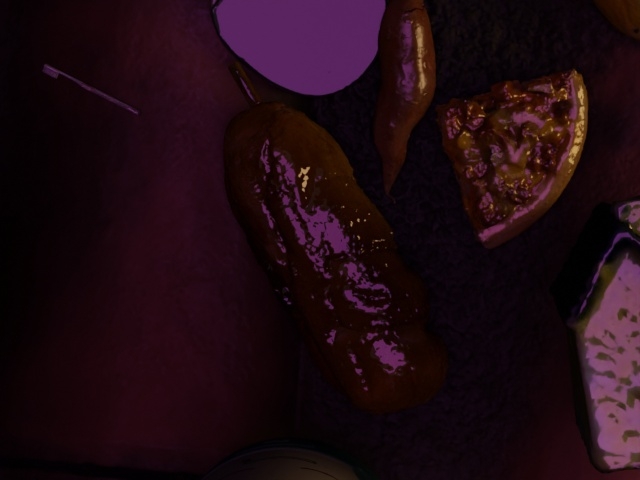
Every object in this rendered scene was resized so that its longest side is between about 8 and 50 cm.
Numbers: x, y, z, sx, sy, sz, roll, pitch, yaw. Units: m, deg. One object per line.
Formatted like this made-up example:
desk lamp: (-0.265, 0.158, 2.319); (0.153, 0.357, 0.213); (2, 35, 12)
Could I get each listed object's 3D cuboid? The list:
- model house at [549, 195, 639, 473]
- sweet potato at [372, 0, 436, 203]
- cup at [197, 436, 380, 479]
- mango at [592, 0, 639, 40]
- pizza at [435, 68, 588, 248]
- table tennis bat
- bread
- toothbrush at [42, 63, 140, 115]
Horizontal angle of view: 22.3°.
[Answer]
model house: (0.281, 0.059, 1.356); (0.170, 0.194, 0.211); (-12, 97, 8)
sweet potato: (0.072, -0.128, 1.423); (0.056, 0.056, 0.195); (9, 103, 2)
cup: (-0.063, 0.288, 1.370); (0.289, 0.257, 0.219); (-7, 95, 4)
mango: (0.275, -0.268, 1.377); (0.122, 0.085, 0.191); (14, 96, -1)
pizza: (0.159, -0.079, 1.423); (0.134, 0.046, 0.175); (19, 97, 1)
table tennis bat: (-0.053, -0.229, 1.433); (0.246, 0.022, 0.138); (37, 97, -2)
bread: (0.000, -0.001, 1.423); (0.124, 0.084, 0.344); (-28, 94, 6)
toothbrush: (-0.206, -0.135, 1.458); (0.097, 0.006, 0.008); (26, 106, 1)
